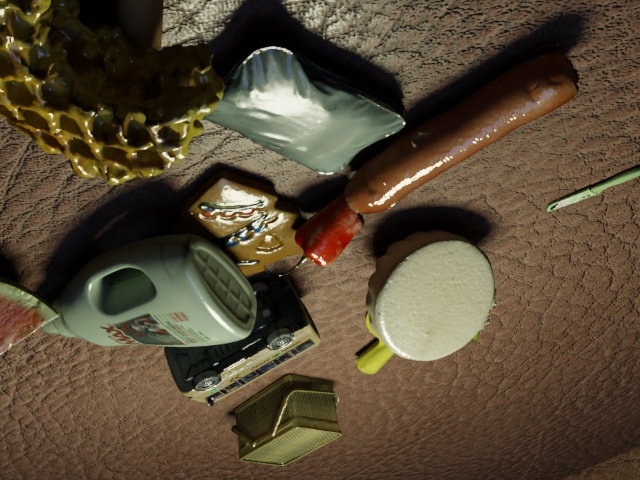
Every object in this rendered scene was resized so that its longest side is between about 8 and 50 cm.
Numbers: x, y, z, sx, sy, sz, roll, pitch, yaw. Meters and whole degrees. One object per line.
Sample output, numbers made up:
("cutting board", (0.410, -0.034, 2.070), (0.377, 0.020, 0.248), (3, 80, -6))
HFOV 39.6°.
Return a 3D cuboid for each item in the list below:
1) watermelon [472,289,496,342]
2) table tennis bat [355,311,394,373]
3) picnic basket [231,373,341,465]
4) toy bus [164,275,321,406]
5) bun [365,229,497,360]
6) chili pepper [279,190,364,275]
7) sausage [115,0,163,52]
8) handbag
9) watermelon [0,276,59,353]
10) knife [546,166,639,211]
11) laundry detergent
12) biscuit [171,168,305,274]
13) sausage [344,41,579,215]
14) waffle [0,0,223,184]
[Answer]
("watermelon", (0.342, 0.172, 2.001), (0.068, 0.087, 0.163), (24, 148, 14))
("table tennis bat", (0.183, 0.205, 1.987), (0.224, 0.054, 0.369), (18, 140, -21))
("picnic basket", (-0.088, 0.454, 2.221), (0.165, 0.139, 0.266), (18, 138, -38))
("toy bus", (-0.153, 0.205, 1.765), (0.289, 0.139, 0.157), (-31, 150, 1))
("bun", (0.191, 0.089, 1.725), (0.263, 0.175, 0.263), (-9, 113, -22))
("chili pepper", (0.000, 0.000, 1.541), (0.192, 0.084, 0.086), (-42, 114, 6))
("sausage", (-0.227, -0.273, 1.102), (0.065, 0.066, 0.301), (-3, 148, -12))
("handbag", (-0.033, -0.191, 1.291), (0.191, 0.075, 0.332), (-31, 146, 34))
("watermelon", (-0.600, 0.142, 1.558), (0.260, 0.176, 0.256), (-31, 158, -10))
("knife", (0.518, -0.097, 1.656), (0.207, 0.014, 0.030), (-23, 146, 21))
("laundry detergent", (-0.340, 0.103, 1.581), (0.397, 0.125, 0.264), (-9, 143, 24))
("biscuit", (-0.151, -0.020, 1.543), (0.278, 0.043, 0.301), (-12, 148, 2))
("sausage", (0.207, -0.162, 1.387), (0.418, 0.094, 0.094), (-31, 113, 29))
("waffle", (-0.284, -0.205, 1.040), (0.324, 0.151, 0.261), (40, 139, -25))
